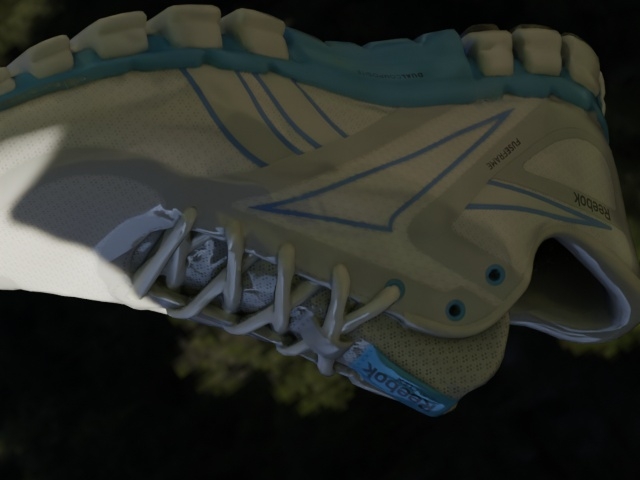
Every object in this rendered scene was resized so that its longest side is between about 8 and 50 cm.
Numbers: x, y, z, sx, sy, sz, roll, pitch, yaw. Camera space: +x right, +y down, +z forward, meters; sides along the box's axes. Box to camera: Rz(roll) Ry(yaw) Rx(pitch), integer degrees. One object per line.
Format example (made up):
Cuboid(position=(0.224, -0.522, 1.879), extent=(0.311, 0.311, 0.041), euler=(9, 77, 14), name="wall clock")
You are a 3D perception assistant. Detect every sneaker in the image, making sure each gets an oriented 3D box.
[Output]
Cuboid(position=(0.000, 0.000, 0.424), extent=(0.191, 0.071, 0.083), euler=(-6, -117, -32), name="sneaker")
